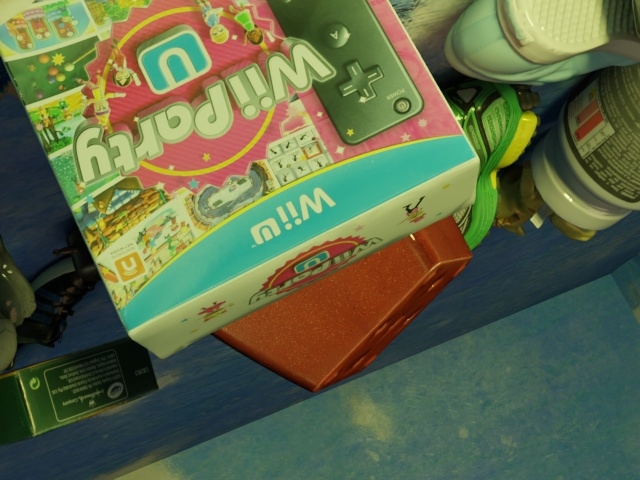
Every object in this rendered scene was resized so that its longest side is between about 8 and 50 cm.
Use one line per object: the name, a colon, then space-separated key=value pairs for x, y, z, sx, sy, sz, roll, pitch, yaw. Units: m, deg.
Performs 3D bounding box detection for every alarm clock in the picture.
alarm clock: x=-0.207 y=0.005 z=1.321 sx=0.129 sy=0.064 sz=0.192 roll=-20 pitch=177 yaw=17

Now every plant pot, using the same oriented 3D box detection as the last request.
plant pot: x=0.000 y=0.000 z=1.191 sx=0.267 sy=0.236 sz=0.267 roll=-48 pitch=168 yaw=13

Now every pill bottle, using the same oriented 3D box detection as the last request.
pill bottle: x=0.464 y=-0.169 z=1.638 sx=0.210 sy=0.210 sz=0.363 roll=-17 pitch=162 yaw=-34

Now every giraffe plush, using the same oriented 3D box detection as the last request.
giraffe plush: x=0.344 y=-0.071 z=1.901 sx=0.210 sy=0.181 sz=0.170 roll=-30 pitch=-170 yaw=-34

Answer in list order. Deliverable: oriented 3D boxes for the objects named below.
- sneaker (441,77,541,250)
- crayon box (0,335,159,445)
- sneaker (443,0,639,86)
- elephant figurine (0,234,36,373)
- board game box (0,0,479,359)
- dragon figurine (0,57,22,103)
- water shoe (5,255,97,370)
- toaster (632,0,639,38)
sneaker: x=0.153 y=-0.087 z=1.514 sx=0.146 sy=0.134 sz=0.343 roll=-16 pitch=146 yaw=-25
crayon box: x=-0.389 y=0.207 z=1.485 sx=0.323 sy=0.083 sz=0.203 roll=-17 pitch=179 yaw=38
sneaker: x=0.271 y=-0.240 z=1.283 sx=0.366 sy=0.135 sz=0.150 roll=-7 pitch=173 yaw=-44
elephant figurine: x=-0.394 y=0.054 z=1.052 sx=0.239 sy=0.186 sz=0.169 roll=-7 pitch=139 yaw=30
board game box: x=-0.069 y=-0.113 z=0.725 sx=0.224 sy=0.303 sz=0.097 roll=-27 pitch=165 yaw=-3
dragon figurine: x=-0.294 y=-0.108 z=0.780 sx=0.289 sy=0.144 sz=0.085 roll=10 pitch=147 yaw=-35
water shoe: x=-0.320 y=0.086 z=1.392 sx=0.203 sy=0.080 sz=0.073 roll=-31 pitch=166 yaw=14
toaster: x=0.383 y=-0.285 z=1.177 sx=0.129 sy=0.227 sz=0.146 roll=-1 pitch=180 yaw=21
